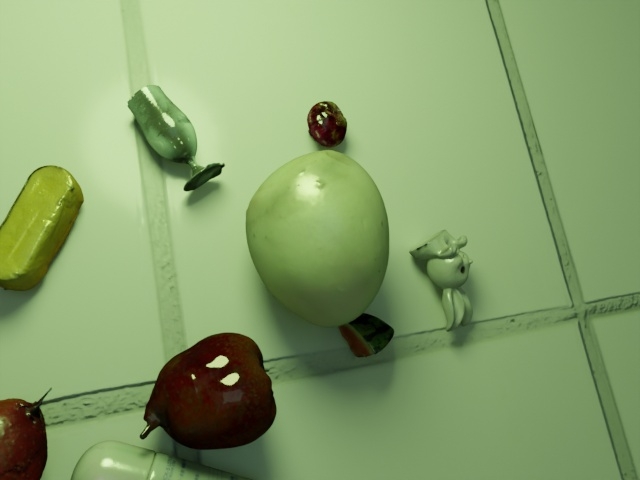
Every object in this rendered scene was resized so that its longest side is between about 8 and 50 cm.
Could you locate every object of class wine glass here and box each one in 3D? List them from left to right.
[{"bbox_3d":[-0.305,-0.216,1.157,0.103,0.103,0.222,-36,89,-23],"label":"wine glass"}]

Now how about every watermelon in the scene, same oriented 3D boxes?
[{"bbox_3d":[0.093,0.212,1.172,0.125,0.135,0.094,19,107,-15],"label":"watermelon"}]

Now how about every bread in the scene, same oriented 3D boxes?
[{"bbox_3d":[-0.537,-0.023,1.038,0.102,0.094,0.246,19,69,-2],"label":"bread"}]

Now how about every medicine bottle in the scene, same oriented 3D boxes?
[{"bbox_3d":[-0.262,0.450,0.968,0.340,0.130,0.130,22,70,-12],"label":"medicine bottle"}]

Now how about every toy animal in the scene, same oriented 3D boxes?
[{"bbox_3d":[0.305,0.087,1.251,0.221,0.130,0.103,61,26,4],"label":"toy animal"}]

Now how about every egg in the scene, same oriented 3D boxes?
[{"bbox_3d":[0.000,0.000,1.097,0.283,0.283,0.345,-15,85,-20],"label":"egg"}]

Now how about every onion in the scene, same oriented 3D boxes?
[{"bbox_3d":[0.012,-0.267,1.279,0.107,0.097,0.107,20,62,-43],"label":"onion"}]

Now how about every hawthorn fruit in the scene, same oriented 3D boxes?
[{"bbox_3d":[-0.520,0.340,0.900,0.181,0.181,0.235,40,67,-4],"label":"hawthorn fruit"},{"bbox_3d":[-0.207,0.283,0.991,0.248,0.208,0.208,-16,80,-29],"label":"hawthorn fruit"}]
